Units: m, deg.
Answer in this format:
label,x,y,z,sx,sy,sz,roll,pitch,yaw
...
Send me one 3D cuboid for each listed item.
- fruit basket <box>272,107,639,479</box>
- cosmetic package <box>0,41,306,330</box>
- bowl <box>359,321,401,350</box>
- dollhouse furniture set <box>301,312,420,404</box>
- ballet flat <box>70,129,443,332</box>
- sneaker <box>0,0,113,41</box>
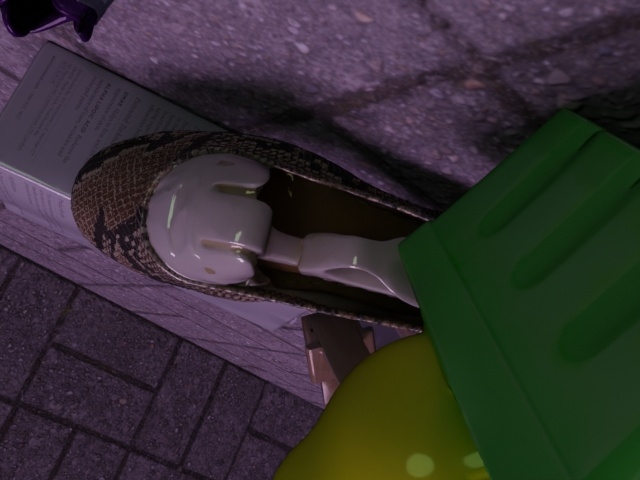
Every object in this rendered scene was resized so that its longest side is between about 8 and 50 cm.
label,x,y,z,sx,sy,sz,roll,pitch,yaw
fruit basket,0.149,0.126,0.480,0.283,0.392,0.392,27,162,-14
cosmetic package,-0.174,-0.044,0.878,0.385,0.156,0.217,25,162,-10
bowl,0.158,0.188,1.165,0.297,0.134,0.298,21,161,7
dollhouse furniture set,0.155,0.240,0.901,0.174,0.303,0.356,-121,20,-57
ballet flat,0.000,0.000,0.691,0.482,0.164,0.182,14,-177,-7
sneaker,-0.250,-0.211,0.579,0.223,0.098,0.083,13,160,26
